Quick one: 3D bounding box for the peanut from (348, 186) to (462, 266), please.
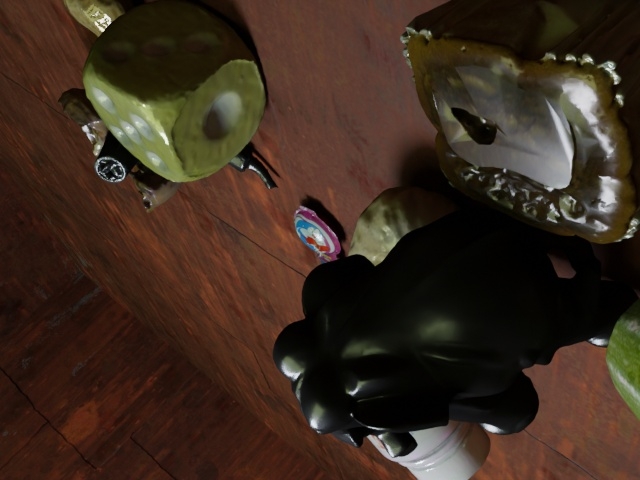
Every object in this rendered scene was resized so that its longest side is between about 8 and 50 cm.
[{"bbox_3d":[0.105,0.050,1.032,0.152,0.152,0.313,38,161,17],"label":"peanut"}]

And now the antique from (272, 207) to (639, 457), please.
[{"bbox_3d":[0.119,0.091,0.813,0.255,0.322,0.185,20,-146,-52],"label":"antique"}]

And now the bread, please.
[{"bbox_3d":[0.173,-0.099,0.660,0.210,0.110,0.192,25,151,42],"label":"bread"}]

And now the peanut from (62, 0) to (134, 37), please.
[{"bbox_3d":[-0.280,-0.305,1.178,0.193,0.089,0.089,45,161,-14],"label":"peanut"}]

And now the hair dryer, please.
[{"bbox_3d":[-0.182,-0.134,1.234,0.272,0.235,0.091,21,131,-6],"label":"hair dryer"}]

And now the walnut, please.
[{"bbox_3d":[-0.320,-0.181,1.414,0.238,0.141,0.204,55,169,-31],"label":"walnut"}]

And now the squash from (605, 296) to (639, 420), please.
[{"bbox_3d":[0.329,0.107,0.711,0.170,0.170,0.123,52,177,-20],"label":"squash"}]

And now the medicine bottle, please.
[{"bbox_3d":[0.132,0.252,1.334,0.293,0.170,0.170,52,159,-16],"label":"medicine bottle"}]

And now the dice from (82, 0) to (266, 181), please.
[{"bbox_3d":[-0.185,-0.193,1.084,0.169,0.166,0.169,34,157,25],"label":"dice"}]

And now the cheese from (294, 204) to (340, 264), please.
[{"bbox_3d":[0.000,0.000,1.288,0.095,0.038,0.145,27,153,39],"label":"cheese"}]
